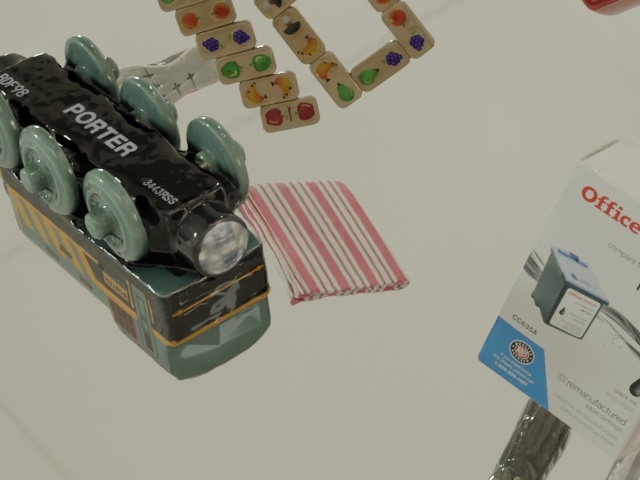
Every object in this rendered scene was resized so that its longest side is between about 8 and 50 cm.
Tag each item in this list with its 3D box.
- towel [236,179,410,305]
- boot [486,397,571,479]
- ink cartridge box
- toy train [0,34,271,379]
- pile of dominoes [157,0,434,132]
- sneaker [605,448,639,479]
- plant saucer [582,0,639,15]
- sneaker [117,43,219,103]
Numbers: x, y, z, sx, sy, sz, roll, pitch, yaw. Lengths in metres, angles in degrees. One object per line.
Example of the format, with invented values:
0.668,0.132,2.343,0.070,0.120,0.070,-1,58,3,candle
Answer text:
0.000,0.000,2.117,0.029,0.144,0.197,-43,-22,31,towel
0.264,0.320,2.552,0.208,0.076,0.189,-58,-35,-49,boot
0.223,0.043,1.489,0.082,0.140,0.190,-25,-36,-53,ink cartridge box
-0.166,-0.031,1.604,0.142,0.334,0.190,-30,-47,-27,toy train
-0.038,-0.226,1.932,0.196,0.251,0.040,-36,16,13,pile of dominoes
0.342,0.284,2.054,0.105,0.115,0.281,-61,-13,-17,sneaker
0.285,-0.345,1.975,0.048,0.259,0.258,-44,14,-31,plant saucer
-0.171,-0.166,2.137,0.158,0.061,0.065,-19,5,-8,sneaker
